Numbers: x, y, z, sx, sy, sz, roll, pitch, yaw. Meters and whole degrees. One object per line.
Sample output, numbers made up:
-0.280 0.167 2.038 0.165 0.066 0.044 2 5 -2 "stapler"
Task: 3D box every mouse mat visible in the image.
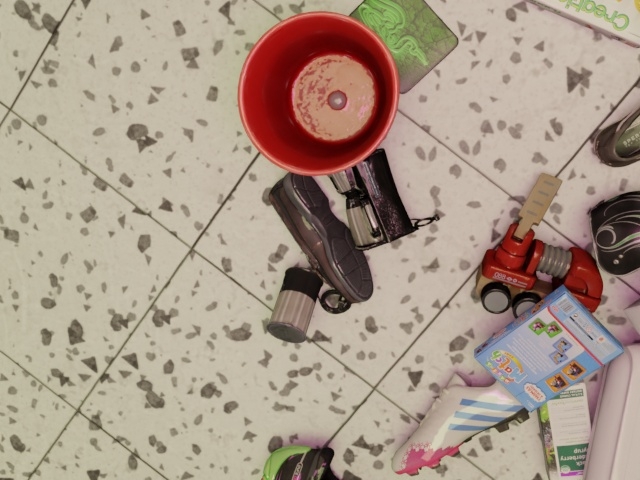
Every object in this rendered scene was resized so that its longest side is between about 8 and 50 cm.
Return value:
0.153 -0.401 1.254 0.153 0.007 0.189 -42 91 14 "mouse mat"

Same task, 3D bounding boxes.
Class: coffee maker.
0.116 -0.090 1.276 0.171 0.120 0.178 -24 99 -26 "coffee maker"

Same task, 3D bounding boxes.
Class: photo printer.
0.650 0.354 1.226 0.256 0.107 0.307 15 83 -7 "photo printer"

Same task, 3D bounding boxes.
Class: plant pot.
0.013 -0.261 1.181 0.275 0.243 0.274 2 101 9 "plant pot"

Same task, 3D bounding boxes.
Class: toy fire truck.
0.432 0.021 1.226 0.217 0.158 0.246 17 118 6 "toy fire truck"

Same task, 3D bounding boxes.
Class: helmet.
0.589 -0.007 1.183 0.162 0.169 0.169 -13 99 28 "helmet"

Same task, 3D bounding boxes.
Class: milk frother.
-0.020 0.147 1.317 0.143 0.129 0.134 10 58 13 "milk frother"

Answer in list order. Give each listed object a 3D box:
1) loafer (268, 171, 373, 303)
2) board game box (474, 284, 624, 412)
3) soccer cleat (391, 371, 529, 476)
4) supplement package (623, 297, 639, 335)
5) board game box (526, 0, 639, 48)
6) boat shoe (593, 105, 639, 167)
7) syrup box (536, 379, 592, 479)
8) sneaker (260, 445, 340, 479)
0.000 0.000 1.320 0.095 0.109 0.302 -30 91 40 "loafer"
0.419 0.204 1.199 0.160 0.039 0.211 44 113 -6 "board game box"
0.273 0.362 1.343 0.331 0.116 0.143 -32 79 11 "soccer cleat"
0.716 0.173 1.138 0.204 0.145 0.261 -28 81 -22 "supplement package"
0.480 -0.497 1.159 0.306 0.053 0.192 24 104 4 "board game box"
0.656 -0.240 1.159 0.335 0.095 0.112 -35 94 14 "boat shoe"
0.495 0.385 1.308 0.093 0.096 0.236 -9 98 12 "syrup box"
0.038 0.664 1.391 0.202 0.185 0.482 -22 98 16 "sneaker"
